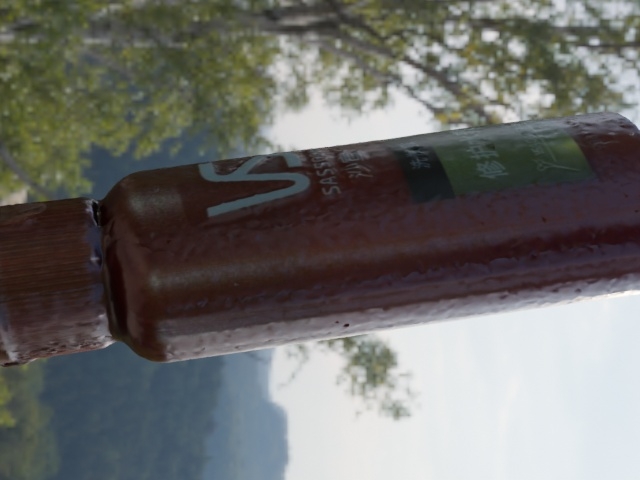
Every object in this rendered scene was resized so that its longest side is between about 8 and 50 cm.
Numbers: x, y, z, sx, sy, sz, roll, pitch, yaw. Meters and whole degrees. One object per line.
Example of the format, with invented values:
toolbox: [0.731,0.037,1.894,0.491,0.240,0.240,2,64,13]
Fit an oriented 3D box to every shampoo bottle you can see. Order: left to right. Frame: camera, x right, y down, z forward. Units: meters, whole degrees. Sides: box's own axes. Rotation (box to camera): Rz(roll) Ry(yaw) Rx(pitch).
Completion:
shampoo bottle: [0.000,-0.001,0.547,0.118,0.314,0.076,-108,-167,-56]
